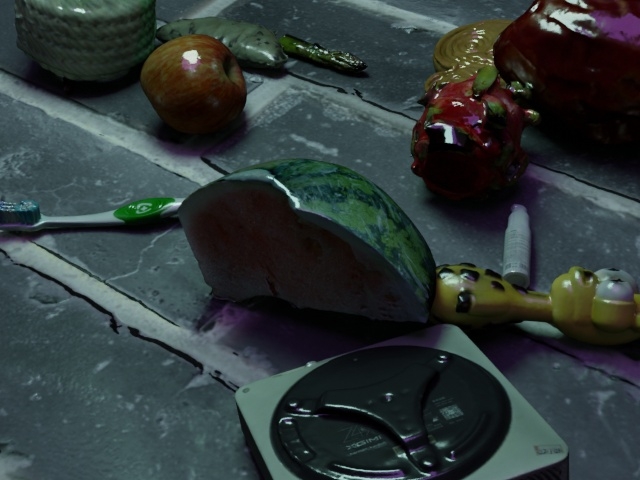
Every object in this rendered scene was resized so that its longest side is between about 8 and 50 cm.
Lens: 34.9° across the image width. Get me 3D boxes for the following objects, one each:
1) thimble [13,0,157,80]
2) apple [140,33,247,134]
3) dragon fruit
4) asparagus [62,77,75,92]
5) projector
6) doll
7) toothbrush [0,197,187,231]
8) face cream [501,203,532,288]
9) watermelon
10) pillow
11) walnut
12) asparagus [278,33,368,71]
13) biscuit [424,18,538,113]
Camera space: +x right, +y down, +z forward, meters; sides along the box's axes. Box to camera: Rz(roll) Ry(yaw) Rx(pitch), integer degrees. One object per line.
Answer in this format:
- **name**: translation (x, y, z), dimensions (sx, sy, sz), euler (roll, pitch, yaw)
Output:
- **thimble**: translation (-0.365, -0.352, 1.584), dimensions (0.219, 0.150, 0.219), euler (6, 40, -5)
- **apple**: translation (-0.182, -0.222, 1.454), dimensions (0.131, 0.146, 0.146), euler (-21, 40, 13)
- **dragon fruit**: translation (0.202, -0.145, 1.318), dimensions (0.160, 0.166, 0.172), euler (37, 55, -18)
- **asparagus**: translation (-0.412, -0.311, 1.661), dimensions (0.025, 0.024, 0.248), euler (-44, 38, 22)
- **projector**: translation (0.069, 0.184, 0.989), dimensions (0.257, 0.079, 0.259), euler (-16, 29, -13)
- **doll**: translation (0.245, 0.069, 1.132), dimensions (0.291, 0.086, 0.117), euler (4, 11, 9)
- **toothbrush**: translation (-0.220, -0.037, 1.337), dimensions (0.418, 0.040, 0.042), euler (-1, 41, -2)
- **face cream**: translation (0.240, 0.005, 1.240), dimensions (0.034, 0.034, 0.130), euler (4, 44, 10)
- **watermelon**: translation (0.000, 0.000, 1.151), dimensions (0.305, 0.180, 0.224), euler (7, -1, 36)
- **pillow**: translation (-0.148, -0.324, 1.627), dimensions (0.241, 0.051, 0.093), euler (17, 52, 24)
- **walnut**: translation (0.390, -0.255, 1.387), dimensions (0.269, 0.221, 0.244), euler (35, 23, 20)
- **asparagus**: translation (0.005, -0.291, 1.592), dimensions (0.165, 0.030, 0.036), euler (21, 21, 27)
- **biscuit**: translation (0.254, -0.252, 1.518), dimensions (0.202, 0.044, 0.288), euler (15, 44, 20)
